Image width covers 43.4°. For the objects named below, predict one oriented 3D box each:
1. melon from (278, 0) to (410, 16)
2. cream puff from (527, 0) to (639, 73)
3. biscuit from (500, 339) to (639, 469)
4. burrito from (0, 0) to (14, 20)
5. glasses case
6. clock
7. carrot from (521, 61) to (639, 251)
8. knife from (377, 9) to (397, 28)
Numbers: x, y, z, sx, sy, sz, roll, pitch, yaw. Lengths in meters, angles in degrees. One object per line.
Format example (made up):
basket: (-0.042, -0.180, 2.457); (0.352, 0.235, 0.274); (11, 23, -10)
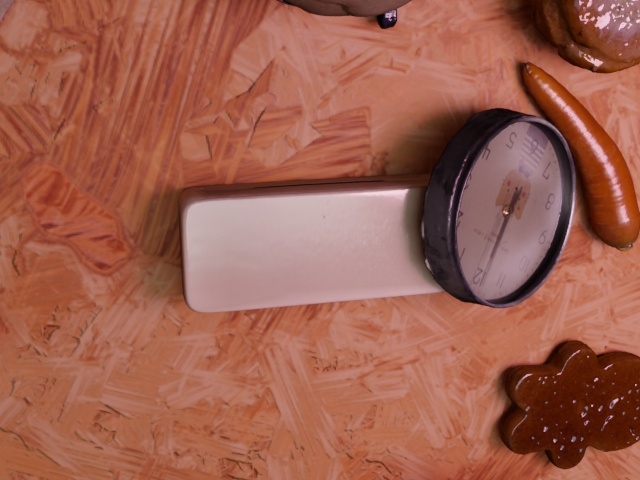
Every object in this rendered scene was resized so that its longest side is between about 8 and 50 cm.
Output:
melon: (0.030, -0.355, 0.706); (0.268, 0.269, 0.330); (20, 118, -18)
cream puff: (0.301, -0.262, 0.875); (0.150, 0.115, 0.165); (-21, 118, -6)
biscuit: (0.348, 0.218, 1.067); (0.236, 0.039, 0.180); (1, 103, -15)
burrito: (-0.308, -0.261, 0.765); (0.058, 0.045, 0.188); (34, 97, -13)
glasses case: (0.000, 0.000, 0.901); (0.312, 0.070, 0.131); (-5, 106, -13)
clock: (0.207, -0.034, 0.906); (0.226, 0.049, 0.226); (-11, 107, -38)
carrot: (0.322, -0.104, 0.962); (0.062, 0.066, 0.271); (-47, 115, -45)
knife: (0.068, -0.288, 0.856); (0.018, 0.031, 0.121); (-8, 106, -9)
